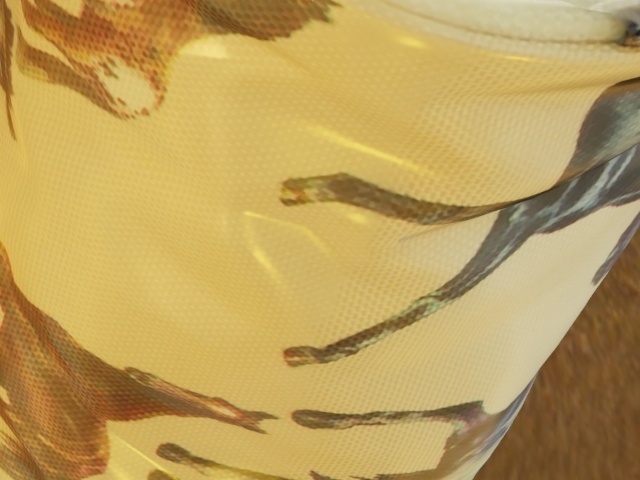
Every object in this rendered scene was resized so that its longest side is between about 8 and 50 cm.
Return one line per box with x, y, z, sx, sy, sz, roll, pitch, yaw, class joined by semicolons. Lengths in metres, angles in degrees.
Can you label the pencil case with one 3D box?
0.000;0.000;0.512;0.184;0.160;0.410;13;145;-7;pencil case
